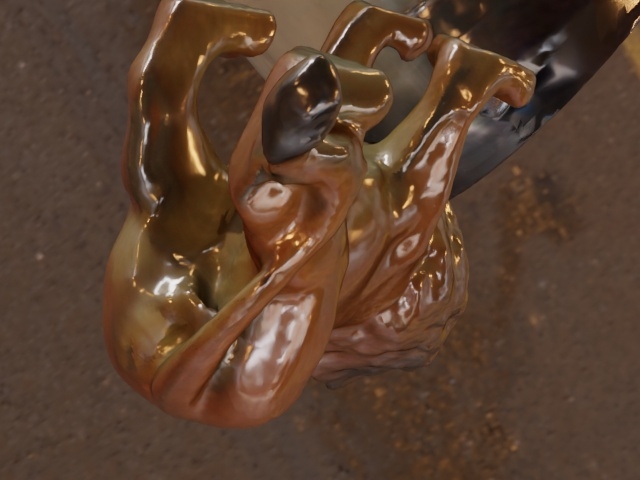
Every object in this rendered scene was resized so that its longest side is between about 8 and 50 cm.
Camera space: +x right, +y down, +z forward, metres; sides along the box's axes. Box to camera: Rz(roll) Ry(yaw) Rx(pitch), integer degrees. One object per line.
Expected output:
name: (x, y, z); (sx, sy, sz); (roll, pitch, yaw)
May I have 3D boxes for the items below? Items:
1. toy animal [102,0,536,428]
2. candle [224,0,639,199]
toy animal: (0.000, 0.000, 0.517); (0.097, 0.157, 0.312); (18, 14, 17)
candle: (0.004, -0.198, 0.759); (0.342, 0.221, 0.221); (47, 45, -11)
